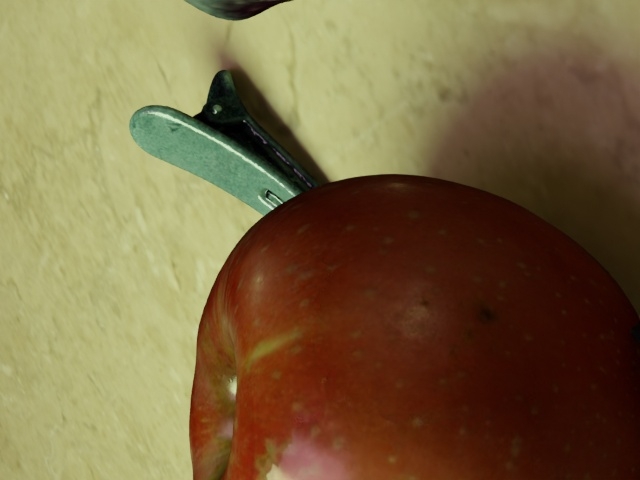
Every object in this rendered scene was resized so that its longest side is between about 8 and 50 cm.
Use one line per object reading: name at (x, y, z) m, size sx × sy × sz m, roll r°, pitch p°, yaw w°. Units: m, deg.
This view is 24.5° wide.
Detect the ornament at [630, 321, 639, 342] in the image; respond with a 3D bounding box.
ornament at (0.217, 0.112, 0.683) m, size 0.088 × 0.081 × 0.203 m, roll 2°, pitch 112°, yaw 52°

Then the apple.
apple at (0.046, 0.099, 0.741) m, size 0.260 × 0.216 × 0.260 m, roll -171°, pitch 90°, yaw -79°

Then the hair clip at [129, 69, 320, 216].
hair clip at (0.000, 0.000, 0.921) m, size 0.275 × 0.083 × 0.048 m, roll 45°, pitch 134°, yaw 15°

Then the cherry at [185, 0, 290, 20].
cherry at (-0.049, -0.254, 0.696) m, size 0.255 × 0.218 × 0.296 m, roll 12°, pitch 125°, yaw 41°
